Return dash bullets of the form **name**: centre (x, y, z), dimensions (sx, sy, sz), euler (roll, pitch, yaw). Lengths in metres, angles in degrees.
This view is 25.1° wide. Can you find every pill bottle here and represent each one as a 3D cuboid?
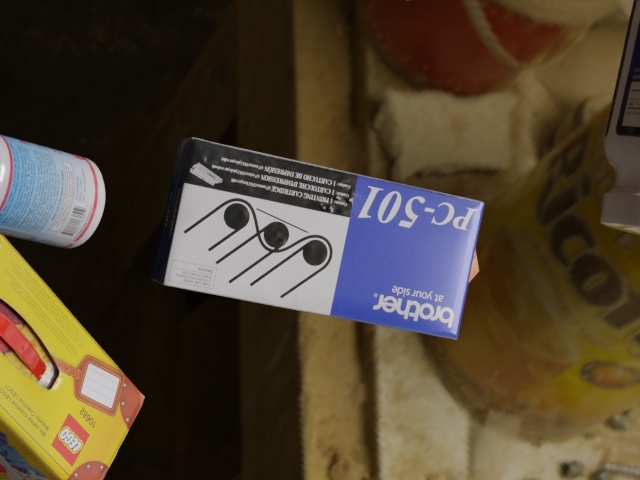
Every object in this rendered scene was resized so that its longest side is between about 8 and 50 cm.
- **pill bottle**: centre (0.364, -0.133, 1.415), dimensions (0.153, 0.153, 0.265), euler (13, 90, -18)
- **pill bottle**: centre (-0.279, -0.048, 1.282), dimensions (0.160, 0.087, 0.087), euler (15, 57, -45)

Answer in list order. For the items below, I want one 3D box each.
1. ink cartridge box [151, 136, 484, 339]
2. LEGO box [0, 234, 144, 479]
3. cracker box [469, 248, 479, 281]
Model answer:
- **ink cartridge box**: centre (0.000, 0.000, 0.958), dimensions (0.207, 0.046, 0.097), euler (11, 90, -17)
- **LEGO box**: centre (-0.542, 0.135, 1.964), dimensions (0.500, 0.372, 0.193), euler (56, 46, -37)
- **cracker box**: centre (0.099, 0.046, 2.142), dimensions (0.156, 0.232, 0.067), euler (-42, 129, -51)
